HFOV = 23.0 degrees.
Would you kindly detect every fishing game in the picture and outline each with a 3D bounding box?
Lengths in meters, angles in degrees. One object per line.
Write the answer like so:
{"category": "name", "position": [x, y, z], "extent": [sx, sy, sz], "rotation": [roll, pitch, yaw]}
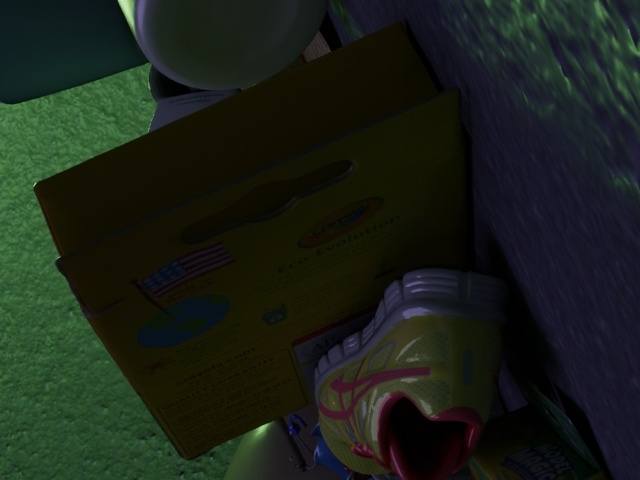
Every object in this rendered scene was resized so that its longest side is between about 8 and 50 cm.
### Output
{"category": "fishing game", "position": [0.064, 0.199, 1.144], "extent": [0.264, 0.041, 0.189], "rotation": [29, 158, 24]}

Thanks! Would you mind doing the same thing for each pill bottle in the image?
{"category": "pill bottle", "position": [-0.084, -0.200, 0.981], "extent": [0.121, 0.121, 0.216], "rotation": [70, 174, -46]}

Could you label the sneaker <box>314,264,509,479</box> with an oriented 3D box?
{"category": "sneaker", "position": [0.044, 0.096, 0.851], "extent": [0.208, 0.081, 0.094], "rotation": [112, 160, -60]}

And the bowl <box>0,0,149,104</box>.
{"category": "bowl", "position": [-0.217, -0.283, 1.486], "extent": [0.311, 0.163, 0.311], "rotation": [2, -90, -81]}

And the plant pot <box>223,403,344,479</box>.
{"category": "plant pot", "position": [0.022, 0.235, 1.383], "extent": [0.284, 0.191, 0.284], "rotation": [61, -178, -3]}

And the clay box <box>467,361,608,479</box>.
{"category": "clay box", "position": [0.136, 0.182, 0.835], "extent": [0.127, 0.053, 0.222], "rotation": [-135, 20, -77]}

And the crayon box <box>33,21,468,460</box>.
{"category": "crayon box", "position": [-0.023, 0.004, 0.839], "extent": [0.318, 0.202, 0.081], "rotation": [78, 167, -67]}

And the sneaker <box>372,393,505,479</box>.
{"category": "sneaker", "position": [0.028, 0.072, 1.075], "extent": [0.282, 0.102, 0.161], "rotation": [58, 169, 7]}

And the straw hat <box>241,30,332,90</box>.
{"category": "straw hat", "position": [-0.036, -0.132, 1.074], "extent": [0.144, 0.061, 0.144], "rotation": [58, 178, 3]}

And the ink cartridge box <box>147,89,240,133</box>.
{"category": "ink cartridge box", "position": [-0.098, 0.000, 1.376], "extent": [0.158, 0.092, 0.218], "rotation": [51, -136, -44]}

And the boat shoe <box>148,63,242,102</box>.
{"category": "boat shoe", "position": [-0.105, -0.166, 1.456], "extent": [0.335, 0.119, 0.121], "rotation": [73, 171, -60]}
